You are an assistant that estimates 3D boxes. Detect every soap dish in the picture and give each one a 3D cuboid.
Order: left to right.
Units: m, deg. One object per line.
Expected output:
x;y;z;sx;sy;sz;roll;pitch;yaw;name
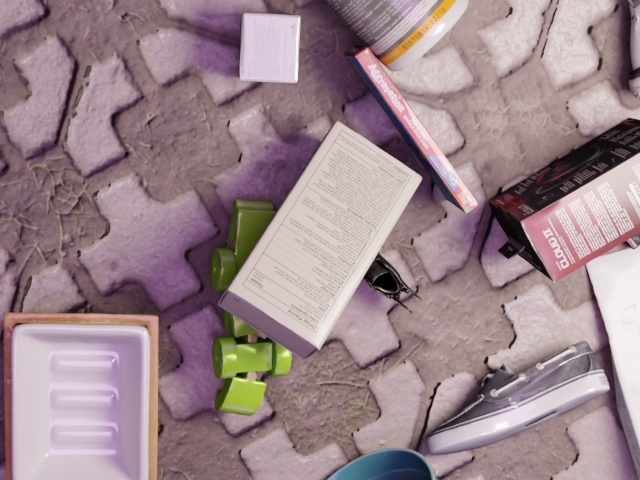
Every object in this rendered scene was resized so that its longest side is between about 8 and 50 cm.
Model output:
-0.362;0.246;1.916;0.228;0.118;0.291;1;100;-5;soap dish

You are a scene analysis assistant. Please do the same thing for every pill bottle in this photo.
0.069;-0.392;1.816;0.162;0.162;0.278;-44;101;4;pill bottle

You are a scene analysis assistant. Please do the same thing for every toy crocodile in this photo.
-0.114;0.105;1.926;0.115;0.105;0.341;-2;98;-21;toy crocodile

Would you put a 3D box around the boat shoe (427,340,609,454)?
0.299;0.247;1.986;0.301;0.108;0.102;-26;69;12;boat shoe

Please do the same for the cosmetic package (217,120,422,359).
0.000;0.000;1.841;0.160;0.113;0.309;34;72;-3;cosmetic package

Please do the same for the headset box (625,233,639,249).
0.497;-0.031;1.982;0.083;0.032;0.062;-42;100;4;headset box

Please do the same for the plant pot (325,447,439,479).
0.126;0.507;1.943;0.271;0.272;0.255;-37;115;2;plant pot

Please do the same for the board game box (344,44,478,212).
0.133;-0.168;1.870;0.027;0.145;0.281;-36;101;3;board game box

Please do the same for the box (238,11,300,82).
-0.076;-0.285;1.853;0.087;0.101;0.102;3;100;-5;box

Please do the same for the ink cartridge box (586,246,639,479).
0.616;0.179;2.023;0.308;0.091;0.385;-16;84;-1;ink cartridge box

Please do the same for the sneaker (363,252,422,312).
0.082;0.041;1.931;0.170;0.089;0.051;42;94;-11;sneaker

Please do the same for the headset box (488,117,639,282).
0.394;-0.059;1.874;0.293;0.218;0.110;-30;101;0;headset box

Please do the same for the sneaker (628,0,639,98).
0.626;-0.347;1.868;0.365;0.137;0.210;-14;102;9;sneaker
